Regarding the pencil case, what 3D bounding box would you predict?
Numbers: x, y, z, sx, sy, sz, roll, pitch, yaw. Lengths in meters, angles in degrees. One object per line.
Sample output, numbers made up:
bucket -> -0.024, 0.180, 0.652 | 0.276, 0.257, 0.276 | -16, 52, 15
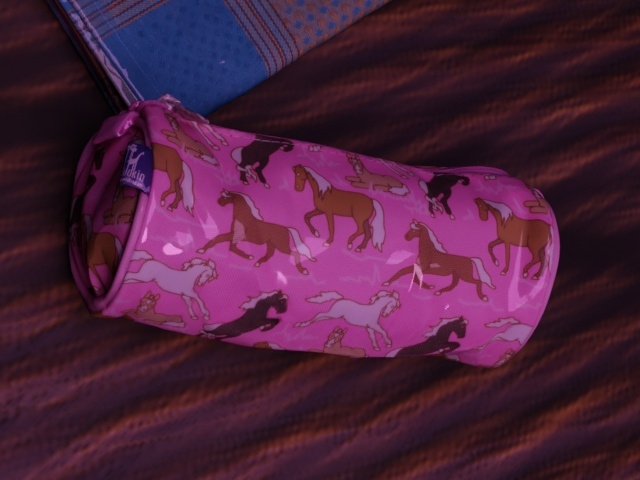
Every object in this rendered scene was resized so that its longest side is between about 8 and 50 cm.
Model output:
pencil case -> 0.000, 0.000, 1.220 | 0.386, 0.167, 0.160 | 10, 38, -25

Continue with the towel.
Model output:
towel -> -0.083, -0.273, 1.310 | 0.370, 0.040, 0.271 | -35, 96, -31
